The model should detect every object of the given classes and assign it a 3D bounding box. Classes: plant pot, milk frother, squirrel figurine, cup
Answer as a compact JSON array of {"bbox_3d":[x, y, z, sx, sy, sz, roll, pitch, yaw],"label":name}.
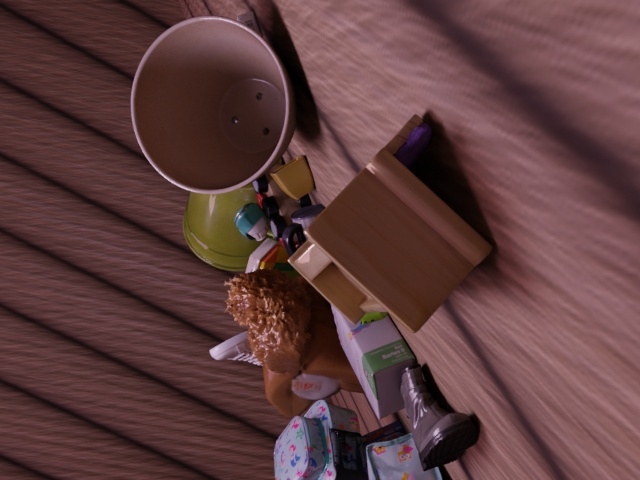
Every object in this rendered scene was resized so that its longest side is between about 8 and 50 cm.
[{"bbox_3d":[-0.255,-0.149,1.766,0.353,0.367,0.366,105,145,-56],"label":"plant pot"},{"bbox_3d":[0.000,0.000,1.303,0.143,0.129,0.134,-3,116,35],"label":"milk frother"},{"bbox_3d":[-0.053,0.199,1.454,0.397,0.281,0.370,46,-152,-36],"label":"squirrel figurine"},{"bbox_3d":[-0.060,-0.144,1.333,0.083,0.081,0.081,59,174,-12],"label":"plant pot"},{"bbox_3d":[-0.180,-0.268,1.168,0.330,0.331,0.237,69,-161,-1],"label":"cup"}]

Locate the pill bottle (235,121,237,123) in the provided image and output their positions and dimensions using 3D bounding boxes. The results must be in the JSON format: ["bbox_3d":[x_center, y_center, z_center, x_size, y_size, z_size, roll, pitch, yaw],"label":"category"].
[{"bbox_3d":[-0.218,-0.369,1.723,0.160,0.087,0.087,93,155,-68],"label":"pill bottle"}]

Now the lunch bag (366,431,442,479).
[{"bbox_3d":[0.201,0.561,1.133,0.262,0.160,0.223,-114,8,-55],"label":"lunch bag"}]

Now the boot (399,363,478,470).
[{"bbox_3d":[0.171,0.274,0.915,0.246,0.084,0.161,87,166,-60],"label":"boot"}]

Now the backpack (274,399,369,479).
[{"bbox_3d":[-0.001,0.511,1.322,0.225,0.191,0.253,-58,16,28],"label":"backpack"}]

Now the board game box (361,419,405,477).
[{"bbox_3d":[0.166,0.569,1.432,0.035,0.136,0.201,-130,20,-66],"label":"board game box"}]

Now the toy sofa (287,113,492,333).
[{"bbox_3d":[0.077,0.000,0.709,0.150,0.177,0.362,44,170,1],"label":"toy sofa"}]

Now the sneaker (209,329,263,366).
[{"bbox_3d":[-0.165,0.306,1.550,0.106,0.290,0.123,-34,70,41],"label":"sneaker"}]

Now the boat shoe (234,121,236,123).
[{"bbox_3d":[-0.264,-0.423,1.823,0.113,0.127,0.340,19,140,18],"label":"boat shoe"}]

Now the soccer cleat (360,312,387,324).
[{"bbox_3d":[0.071,0.088,1.087,0.179,0.072,0.060,-120,13,-47],"label":"soccer cleat"}]

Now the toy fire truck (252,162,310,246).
[{"bbox_3d":[-0.091,-0.070,1.557,0.246,0.159,0.217,112,137,-62],"label":"toy fire truck"}]

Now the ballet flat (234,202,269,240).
[{"bbox_3d":[-0.174,-0.043,1.496,0.087,0.083,0.247,44,172,-1],"label":"ballet flat"}]

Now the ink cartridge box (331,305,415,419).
[{"bbox_3d":[0.105,0.216,1.117,0.212,0.093,0.154,-123,15,-48],"label":"ink cartridge box"}]

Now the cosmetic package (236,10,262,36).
[{"bbox_3d":[-0.167,-0.479,1.305,0.115,0.041,0.060,-165,54,-79],"label":"cosmetic package"}]

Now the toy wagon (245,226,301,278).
[{"bbox_3d":[-0.103,0.101,1.712,0.068,0.344,0.267,21,99,33],"label":"toy wagon"}]
